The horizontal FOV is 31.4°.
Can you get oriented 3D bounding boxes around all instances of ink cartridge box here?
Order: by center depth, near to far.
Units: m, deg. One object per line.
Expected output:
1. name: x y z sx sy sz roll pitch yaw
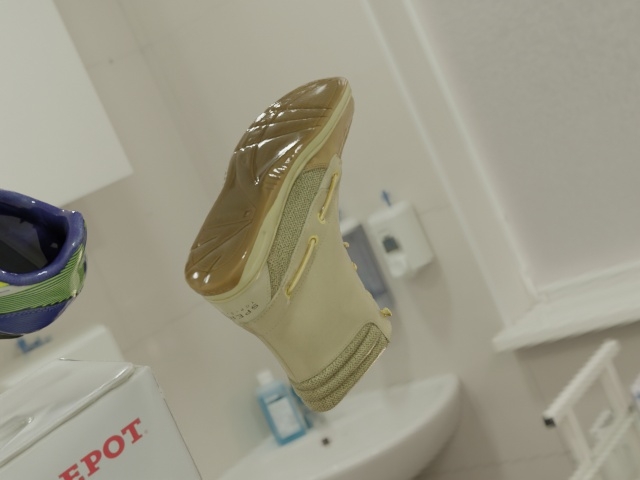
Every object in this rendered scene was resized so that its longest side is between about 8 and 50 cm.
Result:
1. ink cartridge box: -0.166 0.261 0.751 0.226 0.306 0.131 -34 18 -37

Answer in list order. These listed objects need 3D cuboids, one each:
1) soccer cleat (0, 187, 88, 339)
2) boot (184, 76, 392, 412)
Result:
1. soccer cleat: -0.272 -0.022 0.648 0.289 0.093 0.121 17 -37 -20
2. boot: 0.000 0.000 1.030 0.095 0.203 0.262 -8 44 36
